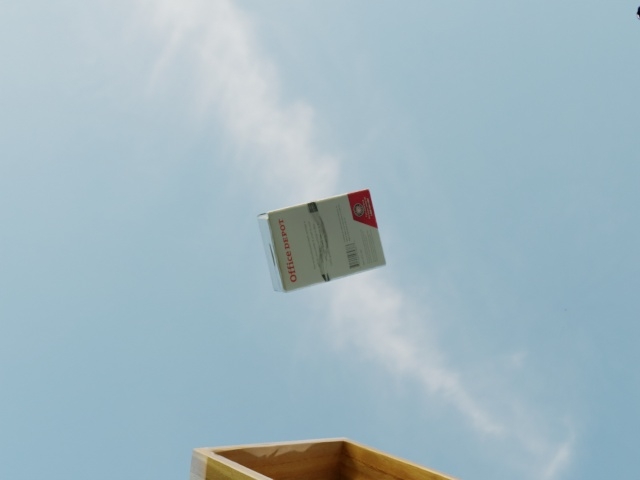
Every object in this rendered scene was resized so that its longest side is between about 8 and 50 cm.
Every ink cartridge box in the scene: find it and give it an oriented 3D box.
[{"bbox_3d":[0.000,0.000,1.139,0.150,0.063,0.109,-14,-86,-19],"label":"ink cartridge box"}]

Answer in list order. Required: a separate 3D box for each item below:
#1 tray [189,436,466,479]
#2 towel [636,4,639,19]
[{"bbox_3d":[0.077,0.260,0.740,0.411,0.202,0.076,4,-92,51],"label":"tray"},{"bbox_3d":[0.395,-0.138,0.738,0.227,0.308,0.076,20,-51,-6],"label":"towel"}]
